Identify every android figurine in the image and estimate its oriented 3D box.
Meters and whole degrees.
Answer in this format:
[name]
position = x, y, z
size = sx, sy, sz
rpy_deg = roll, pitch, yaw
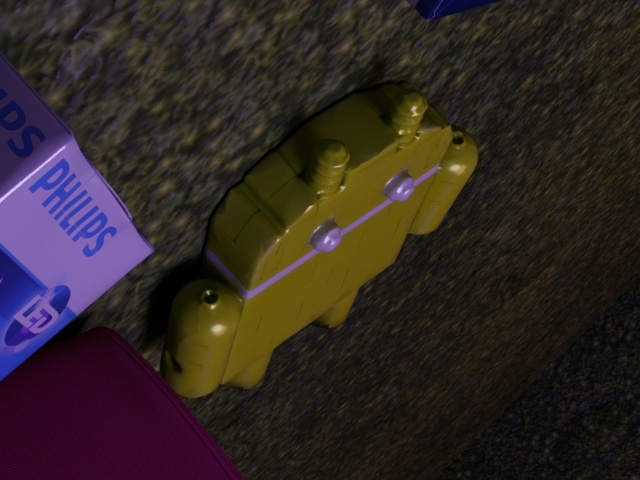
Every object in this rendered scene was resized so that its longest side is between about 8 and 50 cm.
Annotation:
[android figurine]
position = 0.000, 0.000, 0.863
size = 0.248, 0.056, 0.273
rpy_deg = -33, 162, -30

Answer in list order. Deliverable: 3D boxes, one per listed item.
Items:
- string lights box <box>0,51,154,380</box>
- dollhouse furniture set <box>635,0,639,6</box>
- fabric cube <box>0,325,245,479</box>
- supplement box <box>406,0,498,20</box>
[string lights box]
position = -0.192, 0.045, 0.488
size = 0.260, 0.077, 0.133
rpy_deg = -41, 164, -8
[dollhouse furniture set]
position = 0.236, -0.189, 0.633
size = 0.301, 0.151, 0.197
rpy_deg = 3, 97, -67
[fabric cube]
position = -0.177, 0.238, 0.690
size = 0.258, 0.254, 0.259
rpy_deg = -19, 151, -51
[supplement box]
position = 0.053, -0.147, 0.574
size = 0.083, 0.083, 0.056
rpy_deg = -24, 156, -48
